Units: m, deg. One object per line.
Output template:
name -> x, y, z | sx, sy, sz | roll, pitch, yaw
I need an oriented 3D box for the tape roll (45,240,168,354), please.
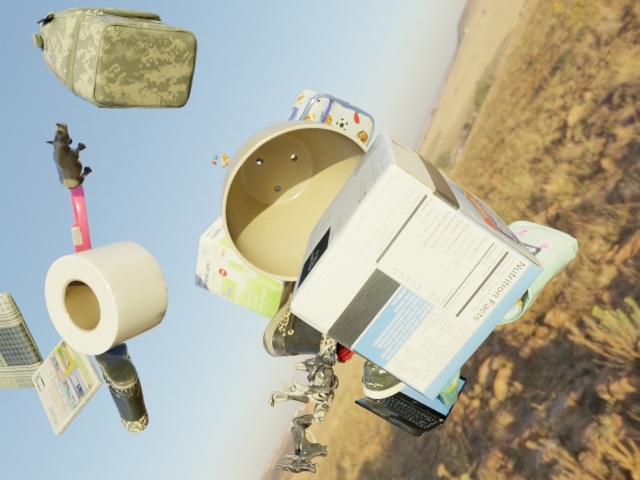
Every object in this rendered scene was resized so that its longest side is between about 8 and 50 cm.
tape roll -> -0.517, 0.134, 1.509 | 0.169, 0.246, 0.246 | -25, -38, -57

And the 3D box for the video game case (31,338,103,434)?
video game case -> -0.687, 0.377, 1.682 | 0.193, 0.212, 0.023 | -50, -36, 8

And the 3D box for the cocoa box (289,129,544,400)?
cocoa box -> 0.123, 0.013, 0.903 | 0.231, 0.228, 0.347 | -55, 6, 15

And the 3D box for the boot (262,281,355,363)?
boot -> 0.028, 0.191, 1.799 | 0.377, 0.284, 0.138 | -53, -54, -30

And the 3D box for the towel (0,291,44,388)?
towel -> -0.952, 0.296, 1.824 | 0.056, 0.324, 0.312 | -50, -53, -57

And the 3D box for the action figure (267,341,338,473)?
action figure -> -0.036, 0.342, 1.335 | 0.164, 0.141, 0.275 | 113, 170, -54

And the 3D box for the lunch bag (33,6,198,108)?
lunch bag -> -0.493, -0.452, 1.509 | 0.305, 0.256, 0.212 | -16, -54, -49

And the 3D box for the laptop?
laptop -> 0.284, 0.471, 1.942 | 0.264, 0.234, 0.136 | -2, -72, -51

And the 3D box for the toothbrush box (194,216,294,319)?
toothbrush box -> -0.223, 0.086, 1.888 | 0.122, 0.283, 0.206 | -55, -14, -49

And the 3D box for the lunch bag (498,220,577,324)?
lunch bag -> 0.380, 0.070, 1.302 | 0.223, 0.160, 0.262 | -30, 5, -38

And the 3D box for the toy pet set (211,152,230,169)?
toy pet set -> -0.239, -0.225, 1.743 | 0.065, 0.114, 0.122 | -60, 10, -8

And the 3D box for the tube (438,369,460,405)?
tube -> 0.335, 0.387, 1.634 | 0.080, 0.052, 0.207 | -47, -25, -12

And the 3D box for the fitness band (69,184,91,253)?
fitness band -> -0.796, -0.063, 2.067 | 0.291, 0.054, 0.209 | 107, 151, -47

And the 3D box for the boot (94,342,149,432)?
boot -> -0.520, 0.377, 1.631 | 0.085, 0.236, 0.178 | -18, -63, -25

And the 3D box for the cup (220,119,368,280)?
cup -> -0.065, -0.116, 1.312 | 0.331, 0.331, 0.237 | -68, 28, 19

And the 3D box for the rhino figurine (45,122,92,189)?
rhino figurine -> -0.725, -0.244, 1.785 | 0.243, 0.073, 0.106 | 98, -174, -54

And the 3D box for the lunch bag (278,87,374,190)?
lunch bag -> -0.009, -0.241, 1.675 | 0.115, 0.243, 0.303 | 41, 110, 52

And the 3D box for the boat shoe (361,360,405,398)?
boat shoe -> 0.230, 0.307, 1.626 | 0.302, 0.114, 0.091 | -25, -64, -41
